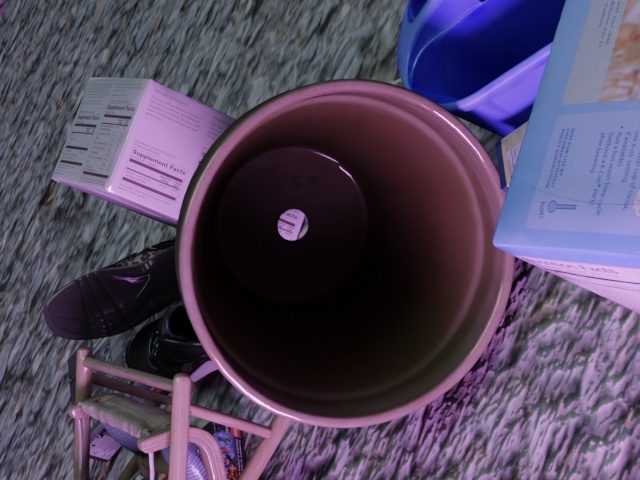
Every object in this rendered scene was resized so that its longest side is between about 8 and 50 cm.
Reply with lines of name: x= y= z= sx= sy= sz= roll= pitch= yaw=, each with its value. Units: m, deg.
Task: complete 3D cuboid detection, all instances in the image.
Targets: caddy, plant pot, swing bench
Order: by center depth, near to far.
caddy: x=0.213 y=-0.241 z=1.166 sx=0.341 sy=0.179 sz=0.241 roll=-32 pitch=45 yaw=43
plant pot: x=0.000 y=0.000 z=1.259 sx=0.323 sy=0.323 sz=0.280 roll=-67 pitch=14 yaw=1
swing bench: x=-0.187 y=0.272 z=1.367 sx=0.253 sy=0.165 sz=0.255 roll=4 pitch=74 yaw=55

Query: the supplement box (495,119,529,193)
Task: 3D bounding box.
supplement box: x=0.220 y=-0.073 z=1.136 sx=0.083 sy=0.083 sz=0.056 roll=-35 pitch=43 yaw=39

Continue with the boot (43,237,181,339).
boot: x=-0.242 y=0.059 z=1.621 sx=0.236 sy=0.085 sz=0.178 roll=-23 pitch=5 yaw=-7

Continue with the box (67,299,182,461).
box: x=-0.273 y=0.172 z=1.747 sx=0.231 sy=0.056 sz=0.183 roll=-48 pitch=36 yaw=26

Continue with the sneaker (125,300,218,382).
sneaker: x=-0.162 y=0.108 z=1.510 sx=0.283 sy=0.124 sz=0.107 roll=-14 pitch=61 yaw=40

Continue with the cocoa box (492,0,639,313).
cocoa box: x=0.314 y=-0.114 z=0.861 sx=0.231 sy=0.228 sz=0.347 roll=6 pitch=75 yaw=57

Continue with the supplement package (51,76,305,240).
supplement package: x=-0.169 y=-0.091 z=1.563 sx=0.204 sy=0.261 sz=0.145 roll=13 pitch=81 yaw=58

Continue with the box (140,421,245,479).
box: x=-0.172 y=0.342 z=1.498 sx=0.233 sy=0.044 sz=0.159 roll=-42 pitch=40 yaw=34
